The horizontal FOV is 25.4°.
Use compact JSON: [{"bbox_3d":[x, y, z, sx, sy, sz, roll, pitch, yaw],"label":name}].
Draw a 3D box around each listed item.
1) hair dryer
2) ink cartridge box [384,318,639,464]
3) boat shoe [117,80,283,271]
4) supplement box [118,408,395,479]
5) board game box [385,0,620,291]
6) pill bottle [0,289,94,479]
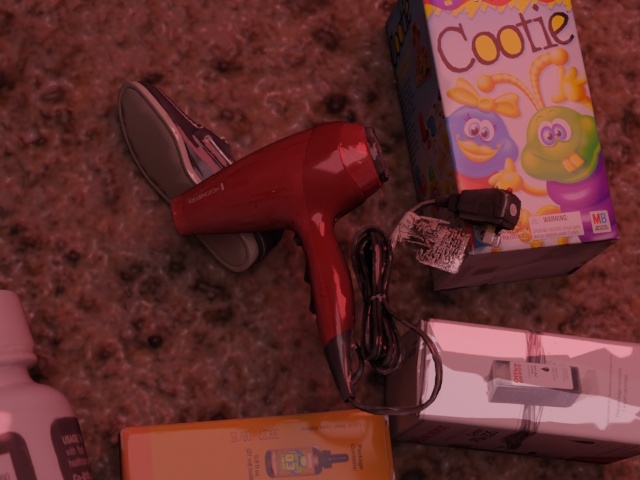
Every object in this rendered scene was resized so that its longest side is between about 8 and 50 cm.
[{"bbox_3d":[0.000,0.000,1.184,0.294,0.080,0.223,20,67,26],"label":"hair dryer"},{"bbox_3d":[0.175,0.135,1.241,0.218,0.158,0.092,9,74,-6],"label":"ink cartridge box"},{"bbox_3d":[-0.110,-0.066,1.309,0.065,0.075,0.206,-31,81,-40],"label":"boat shoe"},{"bbox_3d":[-0.057,0.194,1.233,0.233,0.080,0.078,-3,76,-8],"label":"supplement box"},{"bbox_3d":[0.163,-0.108,1.314,0.142,0.144,0.275,-7,77,-11],"label":"board game box"},{"bbox_3d":[-0.270,0.234,1.112,0.204,0.204,0.361,-16,81,-13],"label":"pill bottle"}]
